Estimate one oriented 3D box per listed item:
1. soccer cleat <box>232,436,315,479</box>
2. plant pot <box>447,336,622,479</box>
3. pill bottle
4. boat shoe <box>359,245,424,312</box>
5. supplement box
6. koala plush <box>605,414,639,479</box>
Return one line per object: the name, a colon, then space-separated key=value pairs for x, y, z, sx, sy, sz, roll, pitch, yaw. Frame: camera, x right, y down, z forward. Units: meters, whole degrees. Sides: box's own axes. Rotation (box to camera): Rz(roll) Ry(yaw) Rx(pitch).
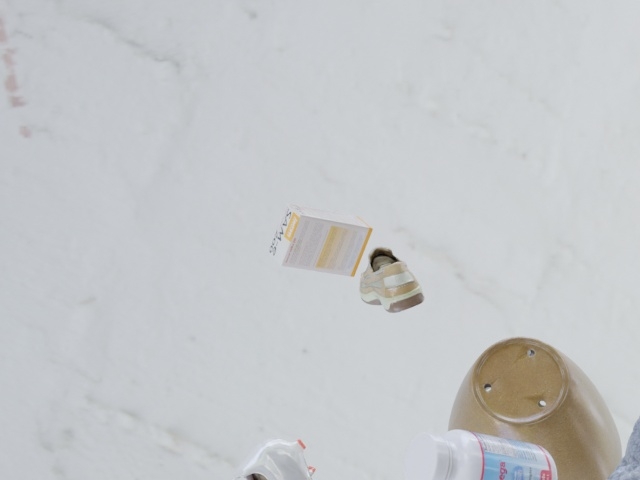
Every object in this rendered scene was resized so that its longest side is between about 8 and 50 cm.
soccer cleat: x=-0.012 y=0.271 z=1.163 sx=0.076 sy=0.068 sz=0.196 roll=-33 pitch=-87 yaw=-42
plant pot: x=0.262 y=0.228 z=1.646 sx=0.237 sy=0.237 sz=0.254 roll=-57 pitch=-27 yaw=-20
pill bottle: x=0.176 y=0.258 z=1.427 sx=0.160 sy=0.087 sz=0.087 roll=14 pitch=-96 yaw=-27
boat shoe: x=0.084 y=0.040 z=1.614 sx=0.068 sy=0.190 sz=0.072 roll=-22 pitch=-83 yaw=-11
supplement box: x=0.000 y=0.000 z=1.397 sx=0.098 sy=0.036 sz=0.062 roll=11 pitch=-71 yaw=-35
koala plush: x=0.280 y=0.115 z=0.829 sx=0.196 sy=0.203 sz=0.221 roll=14 pitch=-83 yaw=5
